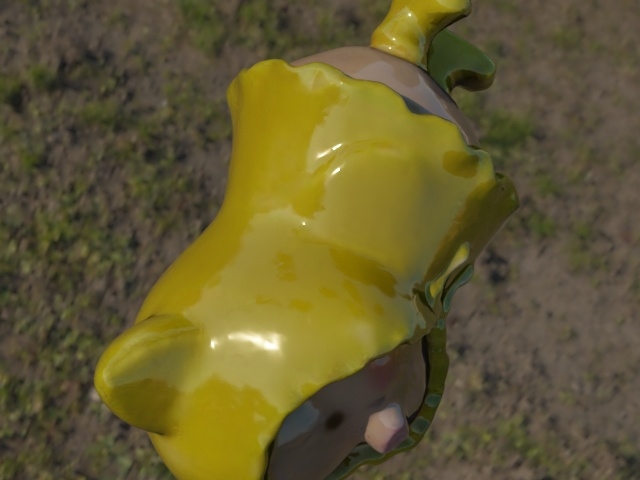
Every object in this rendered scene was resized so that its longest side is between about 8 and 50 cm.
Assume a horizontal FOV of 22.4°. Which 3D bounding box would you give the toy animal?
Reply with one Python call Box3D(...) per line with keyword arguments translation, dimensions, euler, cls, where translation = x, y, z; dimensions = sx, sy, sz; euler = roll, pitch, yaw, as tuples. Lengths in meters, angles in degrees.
Box3D(translation=(0.001, 0.002, 0.673), dimensions=(0.156, 0.156, 0.230), euler=(31, 77, 1), cls="toy animal")
